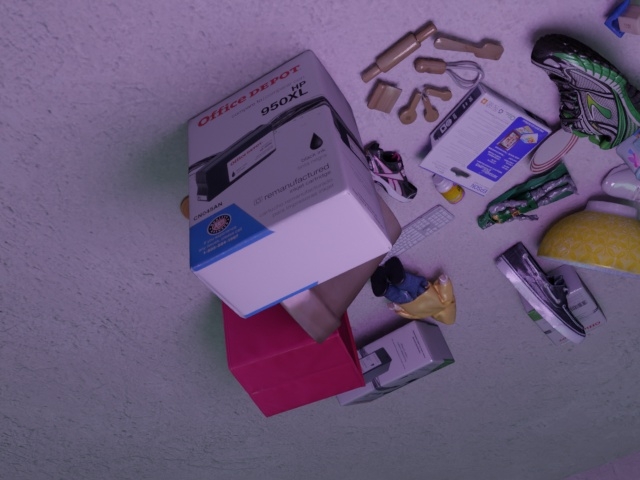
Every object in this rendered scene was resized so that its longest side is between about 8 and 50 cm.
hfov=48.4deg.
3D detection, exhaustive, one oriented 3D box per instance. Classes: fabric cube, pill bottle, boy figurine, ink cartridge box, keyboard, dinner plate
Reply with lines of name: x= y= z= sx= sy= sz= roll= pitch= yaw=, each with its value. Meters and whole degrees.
fabric cube: x=-0.066 y=0.227 z=1.706 sx=0.258 sy=0.254 sz=0.259 roll=-19 pitch=137 yaw=5
pill bottle: x=0.281 y=-0.116 z=1.566 sx=0.043 sy=0.043 sz=0.083 roll=-34 pitch=134 yaw=22
boy figurine: x=0.261 y=0.136 z=1.795 sx=0.285 sy=0.092 sz=0.177 roll=25 pitch=129 yaw=-38
ink cartridge box: x=-0.072 y=-0.107 z=1.235 sx=0.286 sy=0.394 sz=0.166 roll=-26 pitch=134 yaw=15
keyboard: x=0.199 y=0.001 z=1.697 sx=0.256 sy=0.014 sz=0.072 roll=-35 pitch=134 yaw=24
ink cartridge box: x=0.336 y=-0.203 z=1.482 sx=0.206 sy=0.045 sz=0.208 roll=20 pitch=127 yaw=-32
dinner plate: x=0.498 y=-0.199 z=1.520 sx=0.141 sy=0.017 sz=0.141 roll=-28 pitch=153 yaw=-16
ink cartridge box: x=0.660 y=0.179 z=1.940 sx=0.160 sy=0.092 sz=0.219 roll=-30 pitch=135 yaw=19
ink cartridge box: x=0.189 y=0.337 z=1.935 sx=0.289 sy=0.121 sz=0.211 roll=-30 pitch=159 yaw=20

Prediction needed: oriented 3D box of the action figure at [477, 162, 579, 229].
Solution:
action figure: x=0.469 y=-0.085 z=1.636 sx=0.232 sy=0.063 sz=0.137 roll=-26 pitch=141 yaw=21

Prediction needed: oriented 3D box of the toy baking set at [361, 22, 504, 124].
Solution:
toy baking set: x=0.206 y=-0.318 z=1.344 sx=0.256 sy=0.030 sz=0.197 roll=-37 pitch=135 yaw=26

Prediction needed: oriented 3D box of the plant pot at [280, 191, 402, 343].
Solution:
plant pot: x=0.000 y=0.000 z=1.457 sx=0.280 sy=0.323 sz=0.323 roll=-40 pitch=136 yaw=-3

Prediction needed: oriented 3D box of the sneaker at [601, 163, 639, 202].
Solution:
sneaker: x=0.764 y=-0.118 z=1.642 sx=0.235 sy=0.094 sz=0.090 roll=1 pitch=138 yaw=-12

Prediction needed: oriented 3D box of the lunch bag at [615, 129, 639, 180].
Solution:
lunch bag: x=0.770 y=-0.219 z=1.481 sx=0.224 sy=0.107 sz=0.279 roll=7 pitch=138 yaw=-46

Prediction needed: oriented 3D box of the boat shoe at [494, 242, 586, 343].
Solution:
boat shoe: x=0.576 y=0.130 z=1.787 sx=0.102 sy=0.108 sz=0.301 roll=-44 pitch=91 yaw=16

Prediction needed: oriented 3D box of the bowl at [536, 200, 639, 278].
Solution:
bowl: x=0.671 y=-0.006 z=1.670 sx=0.290 sy=0.289 sz=0.155 roll=13 pitch=89 yaw=-25

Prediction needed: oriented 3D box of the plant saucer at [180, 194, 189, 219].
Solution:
plant saucer: x=-0.255 y=-0.068 z=1.515 sx=0.084 sy=0.013 sz=0.083 roll=-7 pitch=137 yaw=-6

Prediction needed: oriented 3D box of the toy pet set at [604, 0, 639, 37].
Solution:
toy pet set: x=0.582 y=-0.426 z=1.306 sx=0.114 sy=0.065 sz=0.122 roll=-51 pitch=138 yaw=-10

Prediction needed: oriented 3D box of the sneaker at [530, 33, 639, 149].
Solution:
sneaker: x=0.512 y=-0.273 z=1.366 sx=0.344 sy=0.134 sz=0.146 roll=26 pitch=114 yaw=-34

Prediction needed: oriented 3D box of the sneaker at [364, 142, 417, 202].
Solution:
sneaker: x=0.151 y=-0.143 z=1.492 sx=0.178 sy=0.072 sz=0.077 roll=25 pitch=116 yaw=-41
